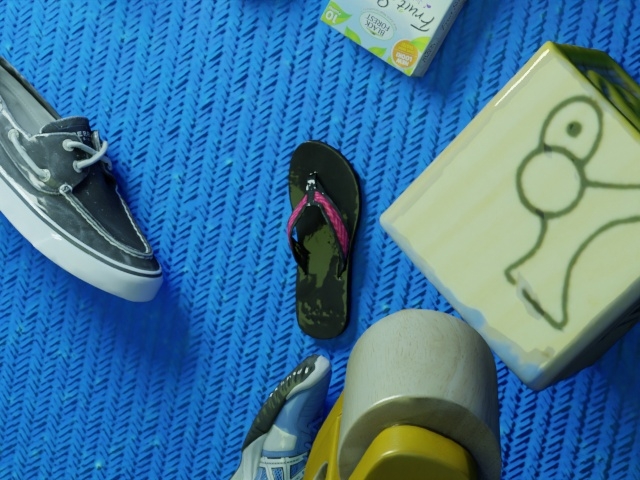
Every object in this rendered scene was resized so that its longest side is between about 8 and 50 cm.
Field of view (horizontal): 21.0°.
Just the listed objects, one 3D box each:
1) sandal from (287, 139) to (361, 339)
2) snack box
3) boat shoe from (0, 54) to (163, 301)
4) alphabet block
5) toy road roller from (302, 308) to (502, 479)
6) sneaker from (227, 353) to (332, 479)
[{"bbox_3d":[0.000,0.000,1.534,0.067,0.040,0.179,0,93,23],"label":"sandal"},{"bbox_3d":[0.078,-0.226,1.490,0.100,0.037,0.141,35,106,18],"label":"snack box"},{"bbox_3d":[-0.243,-0.068,1.602,0.301,0.108,0.102,44,110,22],"label":"boat shoe"},{"bbox_3d":[0.198,-0.021,1.369,0.197,0.193,0.192,-46,78,18],"label":"alphabet block"},{"bbox_3d":[0.088,0.240,1.302,0.240,0.202,0.330,23,116,-7],"label":"toy road roller"},{"bbox_3d":[-0.028,0.196,1.545,0.081,0.080,0.211,28,113,12],"label":"sneaker"}]
